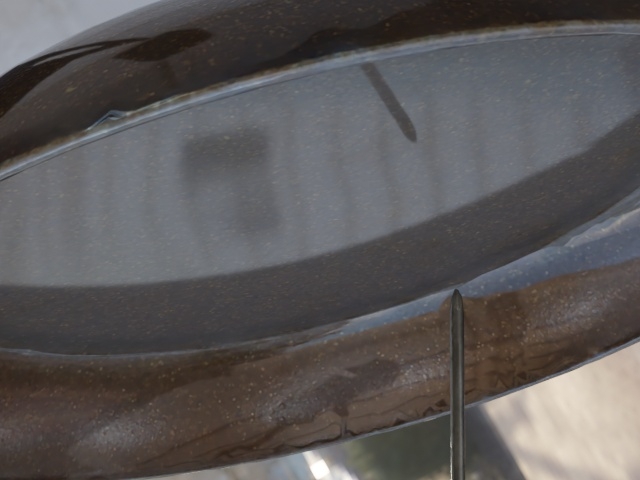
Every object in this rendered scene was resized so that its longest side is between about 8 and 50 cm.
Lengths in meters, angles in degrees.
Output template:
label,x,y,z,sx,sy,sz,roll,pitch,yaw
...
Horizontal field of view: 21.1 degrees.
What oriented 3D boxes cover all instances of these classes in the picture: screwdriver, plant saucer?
label,x,y,z,sx,sy,sz,roll,pitch,yaw
screwdriver,0.037,0.095,0.500,0.024,0.025,0.170,32,-132,-53
plant saucer,0.000,0.000,0.489,0.310,0.310,0.050,70,-174,-70
